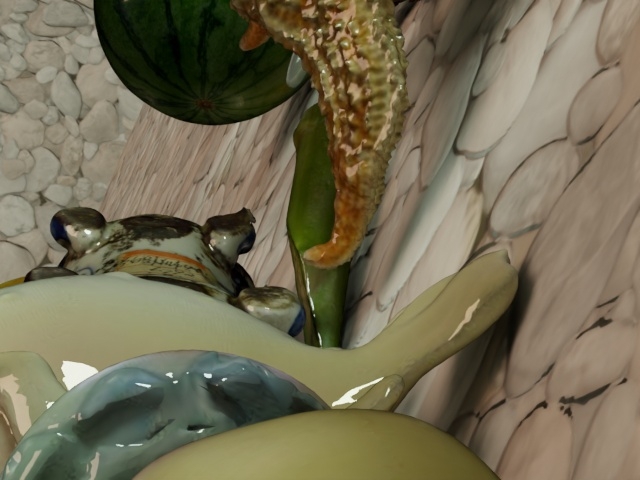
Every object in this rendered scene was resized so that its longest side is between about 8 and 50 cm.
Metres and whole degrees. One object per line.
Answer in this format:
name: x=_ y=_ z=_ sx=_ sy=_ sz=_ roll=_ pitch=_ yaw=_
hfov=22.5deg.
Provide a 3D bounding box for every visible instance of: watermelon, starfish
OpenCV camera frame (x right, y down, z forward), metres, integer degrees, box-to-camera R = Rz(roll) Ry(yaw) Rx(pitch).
watermelon: x=-0.080 y=-0.193 z=1.250 sx=0.188 sy=0.188 sz=0.215 roll=130 pitch=151 yaw=-53
starfish: x=-0.013 y=-0.184 z=0.828 sx=0.293 sy=0.084 sz=0.301 roll=-118 pitch=28 yaw=-60

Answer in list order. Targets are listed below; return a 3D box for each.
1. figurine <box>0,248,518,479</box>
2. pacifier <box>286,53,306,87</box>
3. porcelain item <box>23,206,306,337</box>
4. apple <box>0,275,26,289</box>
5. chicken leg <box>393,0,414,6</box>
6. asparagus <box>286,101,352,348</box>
figurine: x=-0.023 y=0.085 z=0.526 sx=0.274 sy=0.226 sz=0.394 roll=-39 pitch=11 yaw=-16
pacifier: x=-0.008 y=-0.183 z=1.088 sx=0.150 sy=0.116 sz=0.127 roll=-66 pitch=12 yaw=-11
porcelain item: x=-0.093 y=0.088 z=0.859 sx=0.288 sy=0.138 sz=0.186 roll=-121 pitch=35 yaw=-73
apple: x=-0.187 y=0.115 z=1.139 sx=0.196 sy=0.196 sz=0.196 roll=-61 pitch=12 yaw=22
chicken leg: x=0.051 y=-0.161 z=1.000 sx=0.145 sy=0.037 sz=0.062 roll=135 pitch=144 yaw=-55
asparagus: x=0.000 y=0.000 z=0.845 sx=0.041 sy=0.045 sz=0.178 roll=-22 pitch=40 yaw=30
